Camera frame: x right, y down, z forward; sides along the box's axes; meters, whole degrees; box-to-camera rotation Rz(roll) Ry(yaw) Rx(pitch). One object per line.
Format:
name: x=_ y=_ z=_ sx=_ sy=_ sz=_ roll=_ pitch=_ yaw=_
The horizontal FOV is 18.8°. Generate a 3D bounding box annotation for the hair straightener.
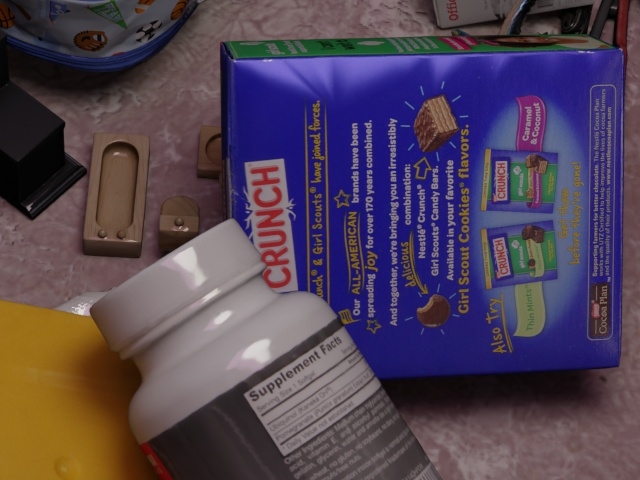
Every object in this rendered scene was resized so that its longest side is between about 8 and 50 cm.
hair straightener: x=0.249 y=-0.197 z=1.826 sx=0.089 sy=0.047 sz=0.230 roll=12 pitch=57 yaw=1

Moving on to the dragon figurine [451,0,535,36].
dragon figurine: x=0.154 y=-0.110 z=1.736 sx=0.144 sy=0.085 sz=0.289 roll=40 pitch=66 yaw=16

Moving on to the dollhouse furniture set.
dollhouse furniture set: x=-0.123 y=-0.075 z=1.663 sx=0.151 sy=0.123 sz=0.144 roll=4 pitch=57 yaw=-3

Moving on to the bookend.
bookend: x=-0.282 y=-0.124 z=1.659 sx=0.156 sy=0.157 sz=0.072 roll=36 pitch=61 yaw=17

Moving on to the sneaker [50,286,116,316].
sneaker: x=-0.208 y=0.068 z=1.618 sx=0.109 sy=0.040 sz=0.043 roll=-11 pitch=43 yaw=-17

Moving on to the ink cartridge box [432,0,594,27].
ink cartridge box: x=0.175 y=-0.264 z=1.806 sx=0.151 sy=0.109 sz=0.063 roll=-8 pitch=56 yaw=5

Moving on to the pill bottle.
pill bottle: x=-0.032 y=0.149 z=1.436 sx=0.176 sy=0.176 sz=0.318 roll=-32 pitch=89 yaw=-24

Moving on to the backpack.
backpack: x=-0.209 y=-0.279 z=1.738 sx=0.277 sy=0.213 sz=0.263 roll=21 pitch=49 yaw=15

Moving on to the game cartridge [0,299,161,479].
game cartridge: x=-0.201 y=0.182 z=1.462 sx=0.324 sy=0.053 sz=0.285 roll=14 pitch=52 yaw=-30

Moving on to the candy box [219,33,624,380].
candy box: x=0.079 y=-0.029 z=1.578 sx=0.317 sy=0.122 sz=0.268 roll=-2 pitch=101 yaw=-8
